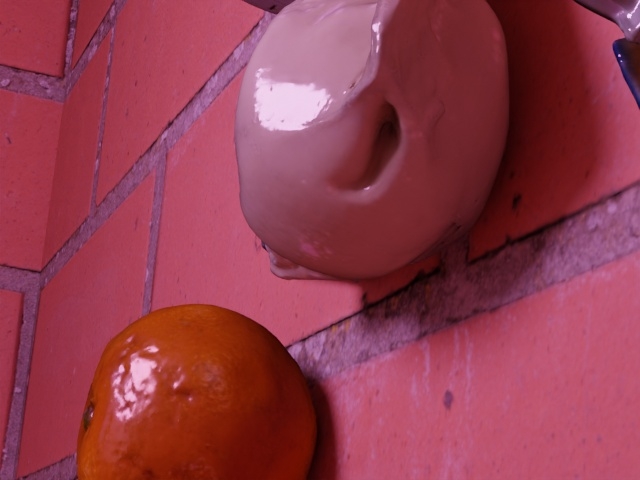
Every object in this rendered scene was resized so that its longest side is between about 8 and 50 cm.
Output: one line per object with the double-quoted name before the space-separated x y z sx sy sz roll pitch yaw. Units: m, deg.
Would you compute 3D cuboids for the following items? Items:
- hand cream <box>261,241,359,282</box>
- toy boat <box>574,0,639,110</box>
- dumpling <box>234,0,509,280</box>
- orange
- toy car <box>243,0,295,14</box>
"hand cream" 0.000 0.000 1.292 0.234 0.050 0.080 4 75 64
"toy boat" 0.215 -0.123 0.723 0.262 0.115 0.114 -107 35 -49
"dumpling" 0.059 -0.115 1.064 0.315 0.233 0.395 -55 -8 -32
"orange" -0.127 0.194 1.254 0.261 0.261 0.261 -169 90 -68
"toy car" -0.022 -0.372 1.361 0.270 0.180 0.212 -21 50 64
